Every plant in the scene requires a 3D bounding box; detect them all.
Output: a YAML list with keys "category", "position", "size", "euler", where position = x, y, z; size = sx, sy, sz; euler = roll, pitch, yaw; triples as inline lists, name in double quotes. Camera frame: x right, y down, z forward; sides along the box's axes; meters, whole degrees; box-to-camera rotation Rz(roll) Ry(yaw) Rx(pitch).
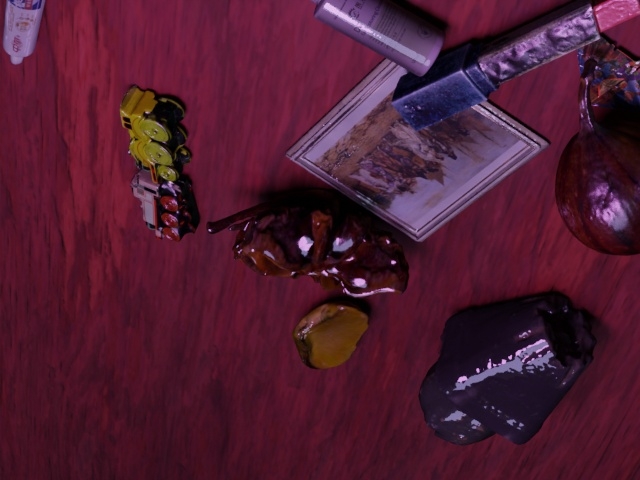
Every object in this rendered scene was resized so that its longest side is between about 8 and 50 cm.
- category: "plant"
  position: [0.233, 0.166, 2.142]
  size: [0.164, 0.142, 0.256]
  euler: [36, 130, -20]

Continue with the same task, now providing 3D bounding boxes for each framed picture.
- category: "framed picture"
  position: [0.107, -0.104, 1.959]
  size: [0.217, 0.017, 0.274]
  euler: [31, 142, -14]

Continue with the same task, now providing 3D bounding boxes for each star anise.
- category: "star anise"
  position: [0.000, 0.000, 2.047]
  size: [0.220, 0.126, 0.190]
  euler: [18, 180, -36]

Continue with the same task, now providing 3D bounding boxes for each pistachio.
- category: "pistachio"
  position: [0.009, 0.118, 2.262]
  size: [0.089, 0.049, 0.173]
  euler: [5, 145, -17]

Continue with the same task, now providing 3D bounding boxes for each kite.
- category: "kite"
  position: [0.330, -0.178, 1.762]
  size: [0.183, 0.010, 0.160]
  euler: [36, 145, -14]

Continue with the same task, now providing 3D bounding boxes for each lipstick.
- category: "lipstick"
  position: [0.210, -0.197, 1.750]
  size: [0.312, 0.051, 0.051]
  euler: [-23, 121, 38]

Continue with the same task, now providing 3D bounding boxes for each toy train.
- category: "toy train"
  position: [-0.201, -0.088, 2.102]
  size: [0.085, 0.053, 0.250]
  euler: [19, 145, 16]

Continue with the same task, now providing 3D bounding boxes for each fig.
- category: "fig"
  position: [0.317, -0.063, 1.784]
  size: [0.149, 0.148, 0.202]
  euler: [48, -173, 36]

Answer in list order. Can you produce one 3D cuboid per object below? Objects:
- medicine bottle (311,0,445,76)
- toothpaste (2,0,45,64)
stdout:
- category: "medicine bottle"
  position: [0.036, -0.245, 1.781]
  size: [0.199, 0.058, 0.057]
  euler: [29, 143, -9]
- category: "toothpaste"
  position: [-0.339, -0.284, 1.934]
  size: [0.060, 0.038, 0.233]
  euler: [19, 141, -3]
